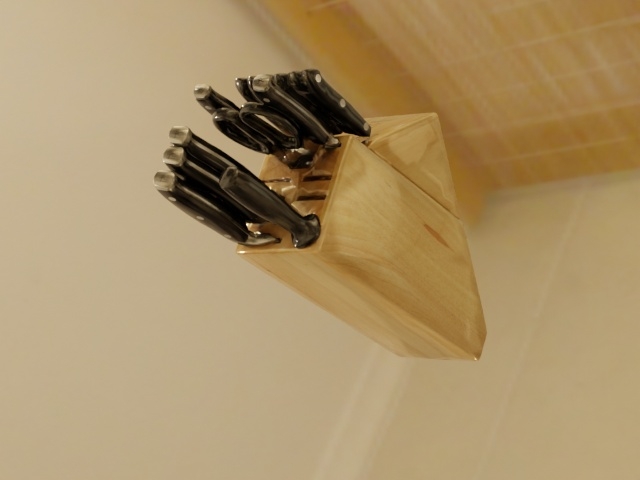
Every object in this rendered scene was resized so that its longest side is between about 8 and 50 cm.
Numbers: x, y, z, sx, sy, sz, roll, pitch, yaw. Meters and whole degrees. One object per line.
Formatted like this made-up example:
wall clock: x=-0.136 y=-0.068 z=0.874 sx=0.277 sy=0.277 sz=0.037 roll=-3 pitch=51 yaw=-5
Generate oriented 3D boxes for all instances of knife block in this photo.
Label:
knife block: x=0.000 y=0.000 z=1.053 sx=0.242 sy=0.088 sz=0.276 roll=-27 pitch=-71 yaw=-43
